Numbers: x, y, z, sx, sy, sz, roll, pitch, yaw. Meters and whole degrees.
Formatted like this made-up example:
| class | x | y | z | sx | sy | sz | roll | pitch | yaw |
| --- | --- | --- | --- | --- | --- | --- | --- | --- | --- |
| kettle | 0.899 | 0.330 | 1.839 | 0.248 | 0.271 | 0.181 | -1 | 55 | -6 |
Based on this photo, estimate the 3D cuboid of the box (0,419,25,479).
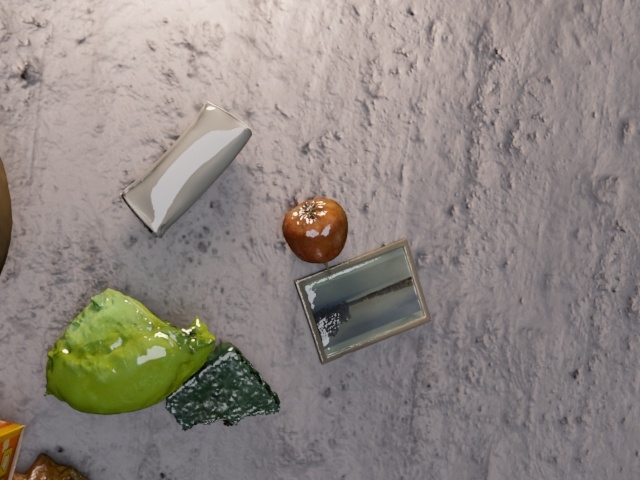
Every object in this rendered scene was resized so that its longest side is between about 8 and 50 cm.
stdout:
| class | x | y | z | sx | sy | sz | roll | pitch | yaw |
| --- | --- | --- | --- | --- | --- | --- | --- | --- | --- |
| box | -0.764 | 0.453 | 1.673 | 0.283 | 0.214 | 0.260 | 15 | 88 | 3 |

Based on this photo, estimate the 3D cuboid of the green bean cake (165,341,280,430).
| class | x | y | z | sx | sy | sz | roll | pitch | yaw |
| --- | --- | --- | --- | --- | --- | --- | --- | --- | --- |
| green bean cake | -0.220 | 0.349 | 1.919 | 0.208 | 0.107 | 0.193 | -38 | 106 | -9 |

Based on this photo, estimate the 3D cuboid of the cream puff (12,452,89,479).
| class | x | y | z | sx | sy | sz | roll | pitch | yaw |
| --- | --- | --- | --- | --- | --- | --- | --- | --- | --- |
| cream puff | -0.549 | 0.587 | 1.817 | 0.268 | 0.155 | 0.241 | 20 | 88 | 4 |

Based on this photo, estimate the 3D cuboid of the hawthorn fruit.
| class | x | y | z | sx | sy | sz | roll | pitch | yaw |
| --- | --- | --- | --- | --- | --- | --- | --- | --- | --- |
| hawthorn fruit | -0.014 | -0.011 | 1.948 | 0.149 | 0.149 | 0.189 | -5 | 136 | -16 |

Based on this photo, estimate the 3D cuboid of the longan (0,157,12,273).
| class | x | y | z | sx | sy | sz | roll | pitch | yaw |
| --- | --- | --- | --- | --- | --- | --- | --- | --- | --- |
| longan | -0.776 | -0.053 | 1.582 | 0.403 | 0.404 | 0.436 | -4 | 99 | -16 |

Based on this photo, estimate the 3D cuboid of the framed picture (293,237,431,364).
| class | x | y | z | sx | sy | sz | roll | pitch | yaw |
| --- | --- | --- | --- | --- | --- | --- | --- | --- | --- |
| framed picture | 0.102 | 0.141 | 2.041 | 0.289 | 0.016 | 0.213 | -20 | 100 | -14 |

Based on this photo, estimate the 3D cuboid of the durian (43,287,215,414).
| class | x | y | z | sx | sy | sz | roll | pitch | yaw |
| --- | --- | --- | --- | --- | --- | --- | --- | --- | --- |
| durian | -0.407 | 0.240 | 1.820 | 0.339 | 0.204 | 0.256 | -45 | 84 | -1 |

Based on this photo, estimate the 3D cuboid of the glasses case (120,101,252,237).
| class | x | y | z | sx | sy | sz | roll | pitch | yaw |
| --- | --- | --- | --- | --- | --- | --- | --- | --- | --- |
| glasses case | -0.289 | -0.154 | 1.870 | 0.128 | 0.083 | 0.308 | 43 | 82 | -9 |
